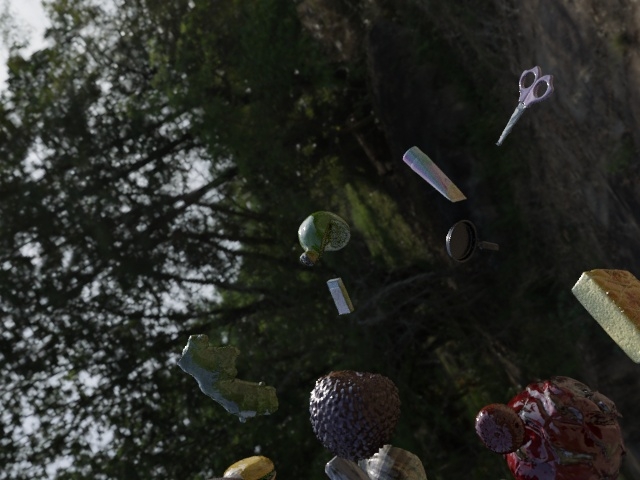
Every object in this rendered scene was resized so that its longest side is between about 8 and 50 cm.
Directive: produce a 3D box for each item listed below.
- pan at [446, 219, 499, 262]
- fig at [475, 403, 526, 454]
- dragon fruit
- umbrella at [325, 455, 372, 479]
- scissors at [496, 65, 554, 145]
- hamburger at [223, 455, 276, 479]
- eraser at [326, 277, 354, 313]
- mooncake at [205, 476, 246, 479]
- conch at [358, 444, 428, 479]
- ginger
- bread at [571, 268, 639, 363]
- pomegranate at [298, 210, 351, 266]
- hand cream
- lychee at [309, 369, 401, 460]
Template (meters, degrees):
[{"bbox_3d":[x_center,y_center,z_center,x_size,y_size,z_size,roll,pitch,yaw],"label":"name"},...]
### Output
[{"bbox_3d":[0.486,0.010,2.116,0.235,0.136,0.028,11,180,-35],"label":"pan"},{"bbox_3d":[0.445,0.436,1.564,0.119,0.153,0.119,30,127,50],"label":"fig"},{"bbox_3d":[0.618,0.508,1.696,0.329,0.329,0.329,58,-176,-6],"label":"dragon fruit"},{"bbox_3d":[0.145,0.655,1.608,0.337,0.073,0.067,40,156,29],"label":"umbrella"},{"bbox_3d":[0.504,-0.329,1.655,0.021,0.212,0.110,8,-149,-32],"label":"scissors"},{"bbox_3d":[-0.201,0.692,1.903,0.162,0.162,0.115,6,-111,-85],"label":"hamburger"},{"bbox_3d":[0.046,0.129,1.531,0.038,0.019,0.083,-13,101,47],"label":"eraser"},{"bbox_3d":[-0.234,0.687,1.407,0.334,0.174,0.325,3,-107,-46],"label":"mooncake"},{"bbox_3d":[0.241,0.795,2.139,0.159,0.291,0.210,-53,-29,-43],"label":"conch"},{"bbox_3d":[-0.235,0.351,1.683,0.290,0.137,0.089,47,166,-1],"label":"ginger"},{"bbox_3d":[0.569,0.134,1.205,0.188,0.126,0.068,59,139,37],"label":"bread"},{"bbox_3d":[-0.007,-0.011,1.838,0.122,0.169,0.143,48,162,18],"label":"pomegranate"},{"bbox_3d":[0.275,-0.155,1.593,0.174,0.047,0.076,48,-146,19],"label":"hand cream"},{"bbox_3d":[0.066,0.354,1.332,0.188,0.188,0.188,58,-176,-6],"label":"lychee"}]
